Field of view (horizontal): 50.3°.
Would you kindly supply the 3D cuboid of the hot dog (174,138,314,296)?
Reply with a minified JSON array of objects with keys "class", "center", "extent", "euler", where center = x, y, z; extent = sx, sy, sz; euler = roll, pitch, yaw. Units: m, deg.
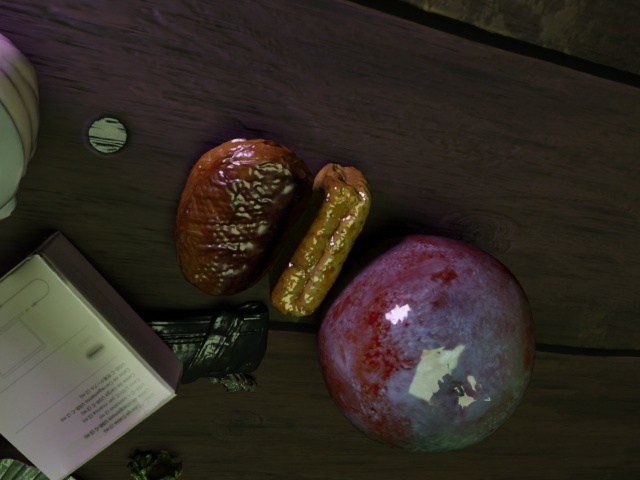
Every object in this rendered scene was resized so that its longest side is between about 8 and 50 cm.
[{"class":"hot dog","center":[-0.100,-0.030,0.880],"extent":[0.160,0.099,0.227],"euler":[20,114,-29]}]

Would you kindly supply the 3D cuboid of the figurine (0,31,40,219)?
[{"class":"figurine","center":[-0.420,-0.069,0.669],"extent":[0.253,0.211,0.361],"euler":[29,109,-32]}]

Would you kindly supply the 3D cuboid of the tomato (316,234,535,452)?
[{"class":"tomato","center":[0.151,0.148,0.986],"extent":[0.316,0.283,0.317],"euler":[-4,113,-8]}]

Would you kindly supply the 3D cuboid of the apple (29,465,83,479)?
[{"class":"apple","center":[-0.522,0.504,1.058],"extent":[0.364,0.295,0.329],"euler":[-8,161,-14]}]

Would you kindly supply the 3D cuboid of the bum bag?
[{"class":"bum bag","center":[-0.193,0.152,0.987],"extent":[0.248,0.060,0.123],"euler":[1,115,-21]}]

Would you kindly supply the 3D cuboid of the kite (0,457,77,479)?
[{"class":"kite","center":[-0.489,0.334,0.925],"extent":[0.322,0.013,0.268],"euler":[11,77,-2]}]

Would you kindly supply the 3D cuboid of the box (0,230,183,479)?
[{"class":"box","center":[-0.334,0.148,0.862],"extent":[0.203,0.106,0.252],"euler":[-38,105,5]}]

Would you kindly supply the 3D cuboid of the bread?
[{"class":"bread","center":[0.000,0.000,0.932],"extent":[0.083,0.114,0.211],"euler":[21,113,-12]}]

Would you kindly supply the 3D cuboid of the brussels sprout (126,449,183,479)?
[{"class":"brussels sprout","center":[-0.271,0.375,1.097],"extent":[0.085,0.085,0.058],"euler":[30,100,-32]}]

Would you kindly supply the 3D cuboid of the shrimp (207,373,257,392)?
[{"class":"shrimp","center":[-0.143,0.221,1.072],"extent":[0.092,0.029,0.038],"euler":[35,113,-28]}]
